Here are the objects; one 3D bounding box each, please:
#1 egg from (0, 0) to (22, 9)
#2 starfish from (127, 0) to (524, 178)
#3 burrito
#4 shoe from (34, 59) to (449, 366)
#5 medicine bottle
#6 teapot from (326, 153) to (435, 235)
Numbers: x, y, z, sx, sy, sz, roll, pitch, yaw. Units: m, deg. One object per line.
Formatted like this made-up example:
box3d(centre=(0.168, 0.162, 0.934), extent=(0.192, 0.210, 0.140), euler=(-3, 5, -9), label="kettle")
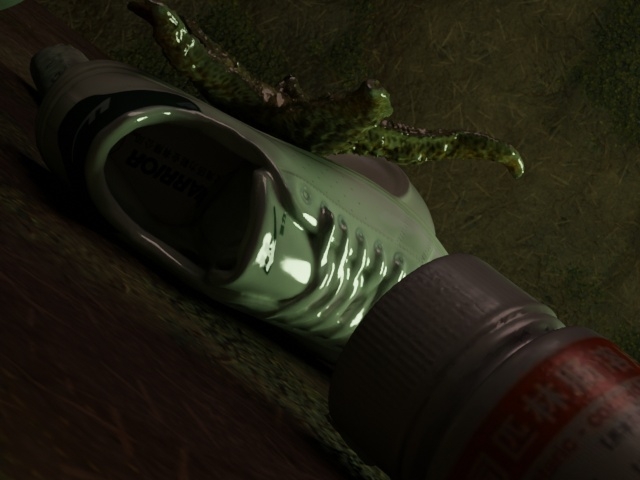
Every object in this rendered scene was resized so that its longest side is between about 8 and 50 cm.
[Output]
box3d(centre=(-0.344, -0.300, 1.190), extent=(0.264, 0.183, 0.183), euler=(28, 8, -30), label="egg")
box3d(centre=(-0.036, -0.112, 1.049), extent=(0.347, 0.078, 0.358), euler=(29, 9, 40), label="starfish")
box3d(centre=(-0.228, -0.140, 1.287), extent=(0.064, 0.064, 0.203), euler=(36, 4, -29), label="burrito")
box3d(centre=(-0.021, 0.003, 0.932), extent=(0.363, 0.132, 0.160), euler=(32, 4, -20), label="shoe")
box3d(centre=(0.130, 0.124, 0.711), extent=(0.252, 0.144, 0.144), euler=(39, 3, 35), label="medicine bottle")
box3d(centre=(0.000, 0.000, 1.170), extent=(0.204, 0.139, 0.298), euler=(-1, 32, -38), label="teapot")
